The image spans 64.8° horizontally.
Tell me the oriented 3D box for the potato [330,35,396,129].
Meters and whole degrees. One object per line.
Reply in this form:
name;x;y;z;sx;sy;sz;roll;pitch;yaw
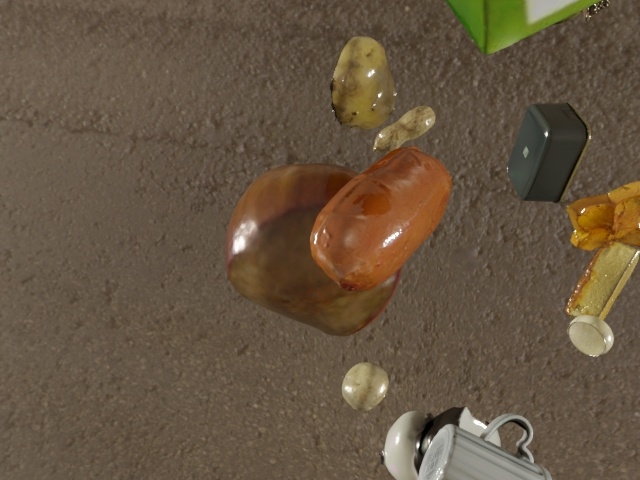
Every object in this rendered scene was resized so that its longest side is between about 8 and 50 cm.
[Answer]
potato;0.090;-0.279;0.929;0.081;0.200;0.164;20;84;23

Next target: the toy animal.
toy animal;0.323;0.599;1.421;0.310;0.250;0.251;-35;50;42

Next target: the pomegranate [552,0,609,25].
pomegranate;0.363;-0.387;0.759;0.130;0.130;0.130;-4;62;7

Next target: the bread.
bread;0.894;0.137;1.605;0.114;0.184;0.275;33;96;32

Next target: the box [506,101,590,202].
box;0.493;-0.192;1.114;0.090;0.201;0.145;0;45;-4

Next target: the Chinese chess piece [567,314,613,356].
Chinese chess piece;0.792;0.277;1.480;0.051;0.122;0.122;-26;59;-28

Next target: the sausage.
sausage;0.085;-0.036;0.659;0.133;0.133;0.258;33;51;23

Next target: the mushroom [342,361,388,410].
mushroom;0.150;0.487;1.675;0.166;0.127;0.166;-32;21;14

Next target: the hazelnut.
hazelnut;0.000;0.005;0.996;0.365;0.366;0.366;-4;62;7

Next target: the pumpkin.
pumpkin;0.956;-0.053;1.655;0.258;0.290;0.095;-17;37;19

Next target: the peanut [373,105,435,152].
peanut;0.268;-0.355;1.640;0.227;0.104;0.086;-31;86;15

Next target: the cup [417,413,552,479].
cup;0.314;0.446;0.973;0.201;0.167;0.221;28;48;5

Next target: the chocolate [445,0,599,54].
chocolate;0.207;-0.350;0.410;0.300;0.137;0.289;-24;61;11
